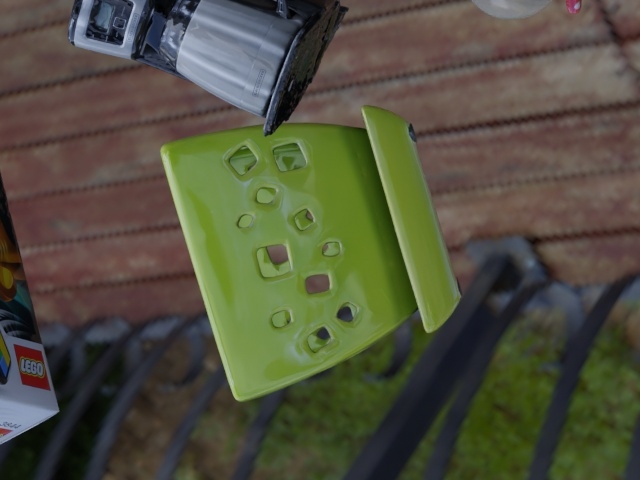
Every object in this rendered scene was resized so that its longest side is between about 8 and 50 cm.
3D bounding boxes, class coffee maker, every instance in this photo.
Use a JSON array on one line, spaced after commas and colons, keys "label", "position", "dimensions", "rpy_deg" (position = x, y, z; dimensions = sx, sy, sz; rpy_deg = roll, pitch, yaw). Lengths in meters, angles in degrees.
[{"label": "coffee maker", "position": [-0.087, -0.170, 1.503], "dimensions": [0.178, 0.171, 0.120], "rpy_deg": [24, 97, 5]}]

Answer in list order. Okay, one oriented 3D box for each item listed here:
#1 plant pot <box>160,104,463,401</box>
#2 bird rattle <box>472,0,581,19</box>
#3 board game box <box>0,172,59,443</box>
[{"label": "plant pot", "position": [0.000, 0.000, 1.675], "dimensions": [0.207, 0.228, 0.227], "rpy_deg": [-16, 89, 3]}, {"label": "bird rattle", "position": [0.155, -0.270, 1.587], "dimensions": [0.143, 0.207, 0.253], "rpy_deg": [5, 139, 33]}, {"label": "board game box", "position": [-0.238, -0.029, 0.783], "dimensions": [0.053, 0.193, 0.305], "rpy_deg": [-28, 155, 23]}]
